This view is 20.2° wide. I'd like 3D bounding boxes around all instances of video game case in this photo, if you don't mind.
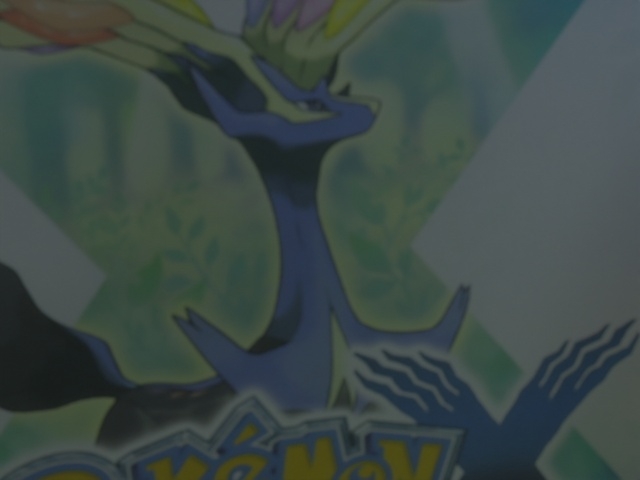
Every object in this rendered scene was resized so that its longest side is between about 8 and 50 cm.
[{"bbox_3d":[0.000,0.000,0.569,0.329,0.300,0.036,-5,-159,-7],"label":"video game case"}]
